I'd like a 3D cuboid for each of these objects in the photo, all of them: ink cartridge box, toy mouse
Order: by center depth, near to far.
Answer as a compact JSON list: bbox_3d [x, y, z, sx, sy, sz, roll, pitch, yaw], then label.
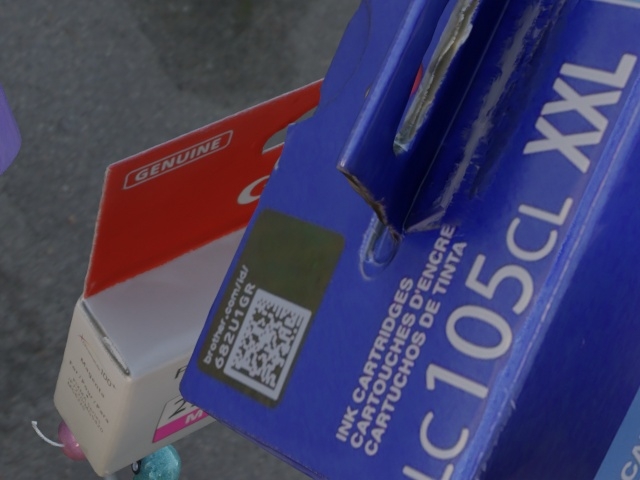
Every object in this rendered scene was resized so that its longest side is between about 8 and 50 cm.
[{"bbox_3d":[0.131,-0.003,0.554,0.395,0.151,0.270,27,86,-40],"label":"ink cartridge box"},{"bbox_3d":[0.000,0.000,0.795,0.275,0.239,0.060,-25,70,-28],"label":"ink cartridge box"},{"bbox_3d":[-0.155,0.175,1.182,0.161,0.031,0.143,53,55,-22],"label":"toy mouse"}]

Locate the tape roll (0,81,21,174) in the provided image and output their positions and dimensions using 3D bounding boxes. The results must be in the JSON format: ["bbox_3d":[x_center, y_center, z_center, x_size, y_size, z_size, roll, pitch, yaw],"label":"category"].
[{"bbox_3d":[-0.311,-0.076,1.034,0.189,0.189,0.080,-43,129,-40],"label":"tape roll"}]
